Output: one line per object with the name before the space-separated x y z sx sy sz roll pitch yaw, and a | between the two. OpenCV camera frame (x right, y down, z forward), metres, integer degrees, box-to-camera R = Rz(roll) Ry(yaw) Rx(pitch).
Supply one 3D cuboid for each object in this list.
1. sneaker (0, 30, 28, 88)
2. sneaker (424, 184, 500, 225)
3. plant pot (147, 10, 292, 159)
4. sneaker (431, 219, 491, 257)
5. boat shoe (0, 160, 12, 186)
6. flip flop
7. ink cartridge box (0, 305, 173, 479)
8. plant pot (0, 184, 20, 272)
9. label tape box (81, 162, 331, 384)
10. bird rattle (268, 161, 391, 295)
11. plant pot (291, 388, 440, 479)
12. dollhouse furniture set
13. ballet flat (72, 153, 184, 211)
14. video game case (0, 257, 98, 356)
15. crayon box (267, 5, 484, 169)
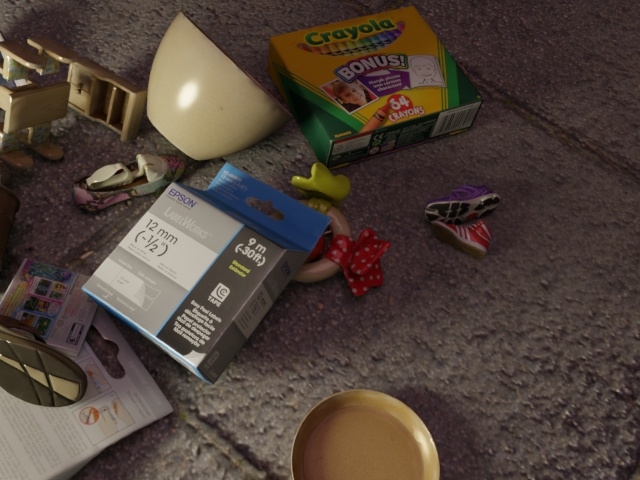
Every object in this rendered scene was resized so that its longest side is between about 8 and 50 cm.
sneaker | -0.699 -0.344 1.362 0.163 0.086 0.226 -24 66 -25
sneaker | 0.276 -0.074 1.365 0.170 0.068 0.071 -11 45 -25
plant pot | -0.220 -0.267 1.308 0.191 0.284 0.284 -47 71 8
sneaker | 0.279 -0.020 1.332 0.118 0.042 0.067 30 62 2
boat shoe | -0.713 -0.115 1.214 0.305 0.091 0.109 3 102 0
flip flop | -0.470 0.156 1.011 0.277 0.112 0.080 23 29 3
ink cartridge box | -0.474 0.252 1.045 0.385 0.091 0.308 -24 62 -40
plant pot | -0.596 0.003 1.125 0.167 0.167 0.165 0 66 -9
label tape box | -0.181 0.023 1.135 0.249 0.115 0.347 30 73 20
bird rattle | 0.000 0.000 1.259 0.207 0.143 0.253 -23 77 -8
plant pot | 0.069 0.353 1.072 0.236 0.032 0.236 4 58 -7
dollhouse furniture set | -0.471 -0.249 1.269 0.161 0.212 0.242 31 32 13
ballet flat | -0.358 -0.121 1.278 0.222 0.079 0.077 -24 63 -22
video game case | -0.446 0.107 1.120 0.143 0.019 0.157 18 42 -11
crayon box | 0.111 -0.341 1.470 0.363 0.106 0.313 -18 62 -19
